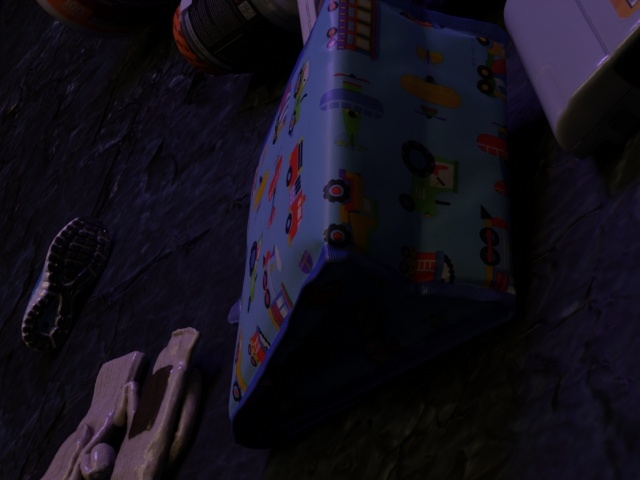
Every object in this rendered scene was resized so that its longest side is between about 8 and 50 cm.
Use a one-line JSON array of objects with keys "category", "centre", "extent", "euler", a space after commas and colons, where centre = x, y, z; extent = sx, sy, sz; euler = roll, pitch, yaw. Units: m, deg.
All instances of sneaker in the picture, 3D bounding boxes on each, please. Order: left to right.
[{"category": "sneaker", "centre": [-0.291, 0.044, 1.655], "extent": [0.162, 0.063, 0.073], "euler": [-63, 20, -12]}]

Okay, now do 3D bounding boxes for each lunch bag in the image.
[{"category": "lunch bag", "centre": [0.000, 0.000, 1.034], "extent": [0.293, 0.138, 0.221], "euler": [-45, 35, 50]}]

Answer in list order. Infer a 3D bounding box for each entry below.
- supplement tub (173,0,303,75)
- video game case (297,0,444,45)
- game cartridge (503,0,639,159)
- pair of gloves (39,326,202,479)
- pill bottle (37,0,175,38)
[{"category": "supplement tub", "centre": [-0.062, -0.235, 1.474], "extent": [0.190, 0.117, 0.117], "euler": [-23, 41, 53]}, {"category": "video game case", "centre": [0.051, -0.230, 1.238], "extent": [0.232, 0.042, 0.210], "euler": [-57, 28, 38]}, {"category": "game cartridge", "centre": [0.231, -0.205, 0.922], "extent": [0.297, 0.062, 0.198], "euler": [-49, 29, 22]}, {"category": "pair of gloves", "centre": [-0.182, 0.177, 1.290], "extent": [0.240, 0.042, 0.204], "euler": [-18, 45, 58]}, {"category": "pill bottle", "centre": [-0.206, -0.426, 1.854], "extent": [0.392, 0.224, 0.224], "euler": [-31, 35, 53]}]
